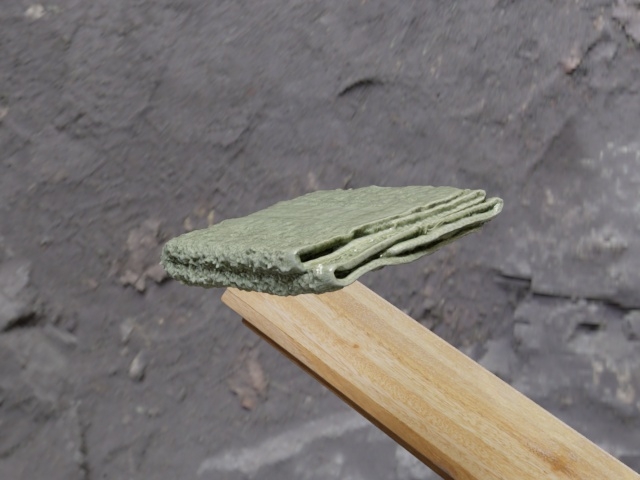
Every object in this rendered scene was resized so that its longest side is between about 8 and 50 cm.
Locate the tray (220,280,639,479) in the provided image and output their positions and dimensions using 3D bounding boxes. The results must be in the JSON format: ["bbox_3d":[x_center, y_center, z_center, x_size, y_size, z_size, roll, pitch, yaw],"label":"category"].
[{"bbox_3d":[0.128,0.146,0.908,0.411,0.203,0.076,33,86,38],"label":"tray"}]

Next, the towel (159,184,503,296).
[{"bbox_3d":[0.000,0.000,0.621,0.148,0.110,0.027,2,108,57],"label":"towel"}]
